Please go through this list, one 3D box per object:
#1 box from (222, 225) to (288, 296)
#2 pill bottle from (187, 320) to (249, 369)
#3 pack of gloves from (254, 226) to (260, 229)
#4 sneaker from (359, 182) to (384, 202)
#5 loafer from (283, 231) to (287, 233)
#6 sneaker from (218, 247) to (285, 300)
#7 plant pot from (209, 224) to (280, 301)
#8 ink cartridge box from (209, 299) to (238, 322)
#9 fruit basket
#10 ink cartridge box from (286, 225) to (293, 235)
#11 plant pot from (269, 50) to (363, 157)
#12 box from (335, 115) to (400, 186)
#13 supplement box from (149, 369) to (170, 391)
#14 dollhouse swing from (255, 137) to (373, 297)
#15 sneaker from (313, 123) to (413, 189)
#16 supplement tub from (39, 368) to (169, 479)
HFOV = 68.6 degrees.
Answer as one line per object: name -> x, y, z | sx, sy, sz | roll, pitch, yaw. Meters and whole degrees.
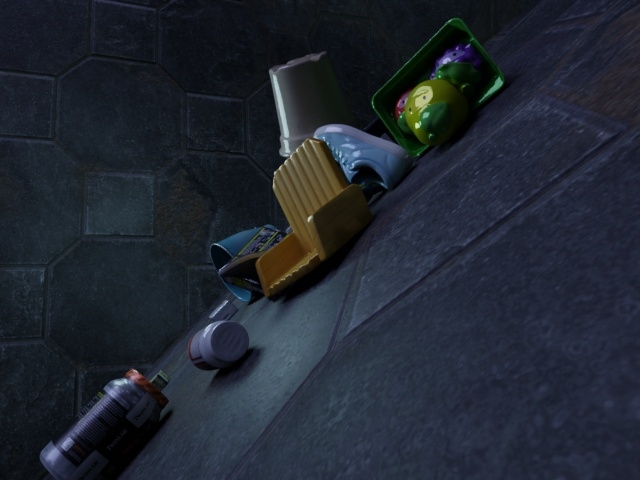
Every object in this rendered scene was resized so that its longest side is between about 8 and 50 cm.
box -> -0.195, 0.071, 1.707 | 0.216, 0.060, 0.270 | 15, 46, 28
pill bottle -> -0.271, 0.279, 1.248 | 0.121, 0.121, 0.221 | -49, 9, -32
pack of gloves -> -0.272, 0.070, 2.095 | 0.046, 0.232, 0.195 | 1, 42, 44
sneaker -> 0.130, -0.137, 1.537 | 0.188, 0.078, 0.067 | -33, 34, -14
loafer -> -0.141, 0.010, 2.136 | 0.267, 0.096, 0.084 | -33, 20, 49
sneaker -> -0.199, 0.122, 1.479 | 0.226, 0.164, 0.086 | -17, -11, -43
plant pot -> -0.271, 0.071, 1.933 | 0.255, 0.272, 0.271 | -34, 1, -30
ink cartridge box -> -0.435, 0.325, 2.099 | 0.109, 0.063, 0.150 | -47, 7, -16
fruit basket -> 0.331, -0.419, 1.378 | 0.392, 0.283, 0.392 | -33, -6, -4
ink cartridge box -> -0.014, -0.053, 1.633 | 0.175, 0.127, 0.072 | -43, 6, 9
plant pot -> -0.038, -0.511, 1.731 | 0.333, 0.306, 0.334 | -14, 25, 7
box -> 0.184, -0.321, 1.839 | 0.343, 0.179, 0.312 | -46, 6, -12
supplement box -> -0.687, 0.602, 1.976 | 0.083, 0.056, 0.083 | -46, 8, -9
dollhouse swing -> -0.082, -0.074, 1.368 | 0.315, 0.305, 0.347 | -39, 3, -40
sneaker -> 0.101, -0.262, 1.498 | 0.365, 0.135, 0.150 | 22, 69, 33
supplement tub -> -0.602, 0.539, 1.341 | 0.316, 0.193, 0.193 | -49, 9, -28
